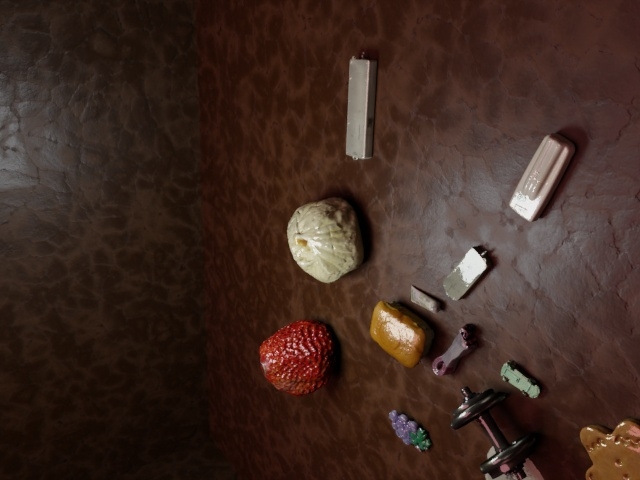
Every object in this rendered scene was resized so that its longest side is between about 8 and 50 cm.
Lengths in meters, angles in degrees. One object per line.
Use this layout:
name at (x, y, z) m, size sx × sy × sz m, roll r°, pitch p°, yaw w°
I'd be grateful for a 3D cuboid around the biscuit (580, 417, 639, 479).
biscuit at (0.790, 0.618, 1.303) m, size 0.275 × 0.052 × 0.354 m, roll -37°, pitch 70°, yaw 53°

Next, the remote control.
remote control at (0.561, -0.159, 1.358) m, size 0.090 × 0.049 × 0.230 m, roll 49°, pitch 138°, yaw 37°

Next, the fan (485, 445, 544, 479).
fan at (0.610, 0.839, 1.664) m, size 0.233 × 0.012 × 0.414 m, roll 15°, pitch 112°, yaw 52°

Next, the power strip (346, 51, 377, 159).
power strip at (0.141, -0.463, 1.848) m, size 0.106 × 0.043 × 0.367 m, roll 27°, pitch 123°, yaw 47°

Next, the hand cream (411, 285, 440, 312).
hand cream at (0.352, 0.204, 1.796) m, size 0.143 × 0.039 × 0.061 m, roll 32°, pitch 133°, yaw 57°

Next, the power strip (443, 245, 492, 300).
power strip at (0.449, 0.100, 1.622) m, size 0.080 × 0.029 × 0.226 m, roll 58°, pitch 142°, yaw 28°

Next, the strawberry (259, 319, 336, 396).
strawberry at (-0.096, 0.501, 2.250) m, size 0.267 × 0.351 × 0.311 m, roll -23°, pitch 76°, yaw 47°

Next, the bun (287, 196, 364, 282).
bun at (0.000, 0.000, 2.047) m, size 0.352 × 0.227 × 0.348 m, roll 52°, pitch 141°, yaw 33°

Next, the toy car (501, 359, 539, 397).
toy car at (0.580, 0.403, 1.538) m, size 0.122 × 0.035 × 0.059 m, roll 35°, pitch 129°, yaw 33°

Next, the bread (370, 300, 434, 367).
bread at (0.282, 0.321, 1.854) m, size 0.245 × 0.121 × 0.174 m, roll 39°, pitch 132°, yaw 44°

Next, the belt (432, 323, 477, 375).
belt at (0.435, 0.362, 1.712) m, size 0.071 × 0.053 × 0.232 m, roll 59°, pitch 142°, yaw 36°

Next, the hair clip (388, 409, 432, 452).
hair clip at (0.336, 0.711, 1.989) m, size 0.195 × 0.052 × 0.124 m, roll 31°, pitch 134°, yaw 36°

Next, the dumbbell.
dumbbell at (0.506, 0.561, 1.561) m, size 0.290 × 0.192 × 0.192 m, roll 58°, pitch 141°, yaw 25°
